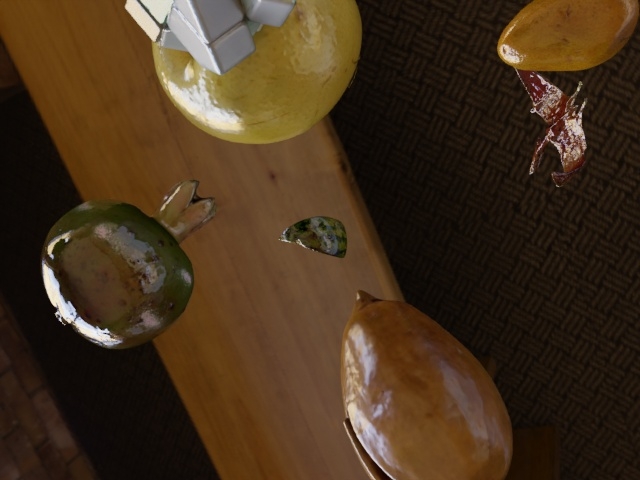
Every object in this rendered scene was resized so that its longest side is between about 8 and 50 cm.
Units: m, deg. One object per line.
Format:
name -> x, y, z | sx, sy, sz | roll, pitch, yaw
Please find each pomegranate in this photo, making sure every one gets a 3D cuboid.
pomegranate -> -0.135, 0.012, 0.484 | 0.114, 0.142, 0.114 | 37, 158, 18

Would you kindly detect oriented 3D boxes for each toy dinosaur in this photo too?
toy dinosaur -> 0.479, -0.257, 1.389 | 0.113, 0.206, 0.327 | 7, 78, -16

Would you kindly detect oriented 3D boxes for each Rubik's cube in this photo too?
Rubik's cube -> -0.113, -0.334, 0.771 | 0.213, 0.224, 0.265 | 50, 153, -7

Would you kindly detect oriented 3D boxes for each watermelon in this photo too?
watermelon -> 0.008, 0.006, 1.301 | 0.087, 0.163, 0.069 | -48, 49, 31

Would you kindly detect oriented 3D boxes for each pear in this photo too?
pear -> -0.102, -0.331, 1.094 | 0.348, 0.348, 0.348 | 7, 111, 19

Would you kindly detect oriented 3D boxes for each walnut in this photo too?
walnut -> 0.125, 0.202, 0.877 | 0.209, 0.209, 0.336 | -45, 54, 28

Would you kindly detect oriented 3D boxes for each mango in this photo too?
mango -> 0.412, -0.348, 1.091 | 0.227, 0.109, 0.147 | -18, 130, 16
